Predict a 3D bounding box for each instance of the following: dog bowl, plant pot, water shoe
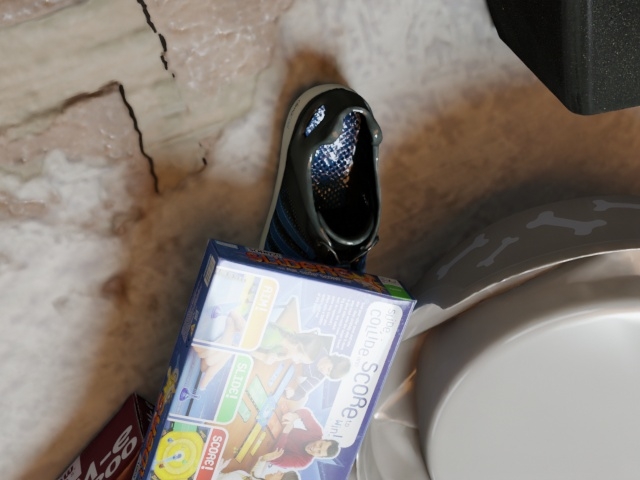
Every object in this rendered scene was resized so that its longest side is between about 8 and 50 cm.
[{"bbox_3d":[0.197,0.120,0.849,0.348,0.102,0.349,0,125,0],"label":"dog bowl"},{"bbox_3d":[0.194,-0.185,0.741,0.187,0.188,0.167,-12,126,-12],"label":"plant pot"},{"bbox_3d":[0.000,0.000,0.806,0.072,0.080,0.203,-4,112,-15],"label":"water shoe"}]

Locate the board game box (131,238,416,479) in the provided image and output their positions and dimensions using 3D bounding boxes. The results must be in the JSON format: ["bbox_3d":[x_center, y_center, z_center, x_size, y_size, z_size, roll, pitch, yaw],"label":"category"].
[{"bbox_3d":[-0.035,0.108,0.782,0.136,0.035,0.201,14,107,-21],"label":"board game box"}]

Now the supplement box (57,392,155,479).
[{"bbox_3d":[-0.081,0.231,0.880,0.239,0.073,0.130,38,97,-25],"label":"supplement box"}]
